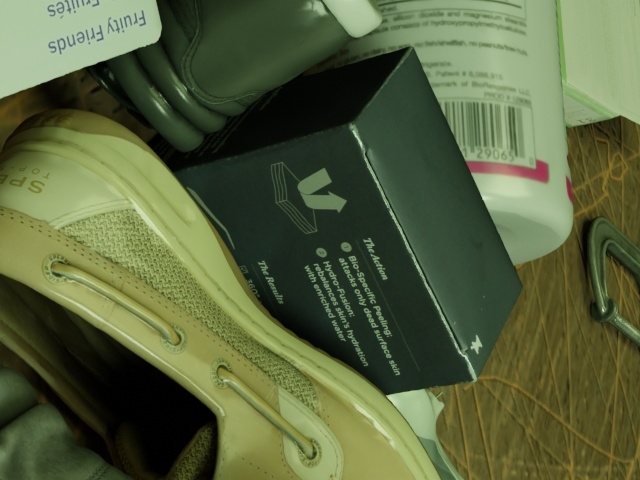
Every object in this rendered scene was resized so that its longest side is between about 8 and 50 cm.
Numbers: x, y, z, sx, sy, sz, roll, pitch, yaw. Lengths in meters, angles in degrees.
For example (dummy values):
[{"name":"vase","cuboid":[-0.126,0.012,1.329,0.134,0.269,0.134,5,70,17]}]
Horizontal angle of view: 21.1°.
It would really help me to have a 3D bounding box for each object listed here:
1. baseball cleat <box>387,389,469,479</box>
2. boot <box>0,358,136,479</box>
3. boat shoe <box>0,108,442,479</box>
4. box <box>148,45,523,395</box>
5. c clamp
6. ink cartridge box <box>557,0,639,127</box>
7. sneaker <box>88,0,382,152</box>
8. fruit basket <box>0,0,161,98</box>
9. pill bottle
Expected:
[{"name":"baseball cleat","cuboid":[0.035,0.148,1.017,0.109,0.072,0.206,-39,135,-16]},{"name":"boot","cuboid":[-0.198,0.081,0.540,0.223,0.118,0.338,50,36,10]},{"name":"boat shoe","cuboid":[-0.057,0.094,0.848,0.341,0.121,0.110,49,46,-22]},{"name":"box","cuboid":[0.000,0.000,0.918,0.156,0.158,0.093,63,35,-21]},{"name":"c clamp","cuboid":[0.257,0.058,1.416,0.160,0.022,0.137,41,47,-44]},{"name":"ink cartridge box","cuboid":[0.218,-0.176,1.410,0.235,0.056,0.171,19,64,-57]},{"name":"sneaker","cuboid":[-0.067,-0.149,0.932,0.104,0.147,0.296,53,8,-27]},{"name":"fruit basket","cuboid":[-0.202,-0.203,0.649,0.327,0.165,0.353,-26,109,-41]},{"name":"pill bottle","cuboid":[0.068,-0.132,1.065,0.160,0.160,0.283,22,62,-52]}]
